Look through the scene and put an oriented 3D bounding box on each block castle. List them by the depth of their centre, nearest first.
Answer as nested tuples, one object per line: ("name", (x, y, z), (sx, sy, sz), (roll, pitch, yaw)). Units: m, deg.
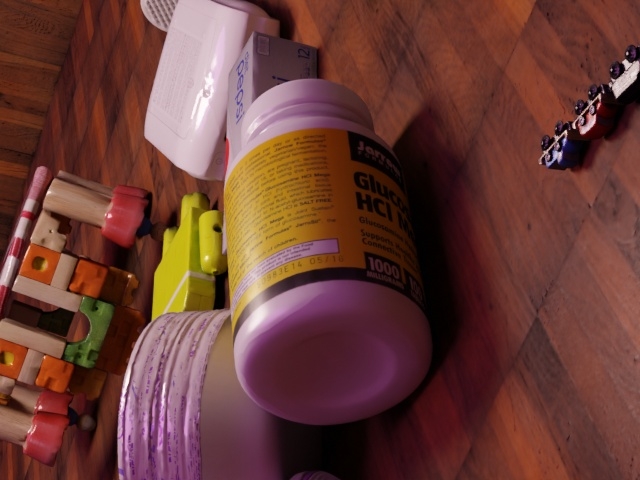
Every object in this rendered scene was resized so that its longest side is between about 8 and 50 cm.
("block castle", (-0.401, 0.121, 2.609), (0.303, 0.213, 0.453), (-146, 76, -82))

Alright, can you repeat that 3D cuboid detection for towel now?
("towel", (-0.522, 0.054, 2.696), (0.237, 0.037, 0.329), (140, 147, -71))

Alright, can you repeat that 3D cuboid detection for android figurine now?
("android figurine", (-0.191, 0.070, 2.269), (0.248, 0.056, 0.273), (122, 153, -43))

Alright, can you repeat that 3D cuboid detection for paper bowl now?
("paper bowl", (-0.090, 0.212, 1.655), (0.284, 0.148, 0.284), (-5, -90, -74))

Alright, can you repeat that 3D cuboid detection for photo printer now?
("photo printer", (-0.153, -0.223, 2.268), (0.307, 0.107, 0.256), (-143, 67, -68))

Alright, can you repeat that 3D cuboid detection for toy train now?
("toy train", (0.222, -0.101, 1.281), (0.158, 0.027, 0.036), (129, 137, -51))

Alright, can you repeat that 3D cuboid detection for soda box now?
("soda box", (-0.061, -0.114, 1.972), (0.098, 0.091, 0.286), (127, 149, -51))

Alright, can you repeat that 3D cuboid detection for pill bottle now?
("pill bottle", (0.000, 0.000, 1.587), (0.334, 0.188, 0.188), (-97, 27, -43))

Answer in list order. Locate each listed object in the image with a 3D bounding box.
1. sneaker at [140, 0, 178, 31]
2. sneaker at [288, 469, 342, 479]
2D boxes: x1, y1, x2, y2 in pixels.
("sneaker", (-0.156, -0.465, 2.403), (0.366, 0.135, 0.150), (-36, 27, 48))
("sneaker", (-0.006, 0.353, 1.492), (0.305, 0.114, 0.152), (-98, 30, -46))
